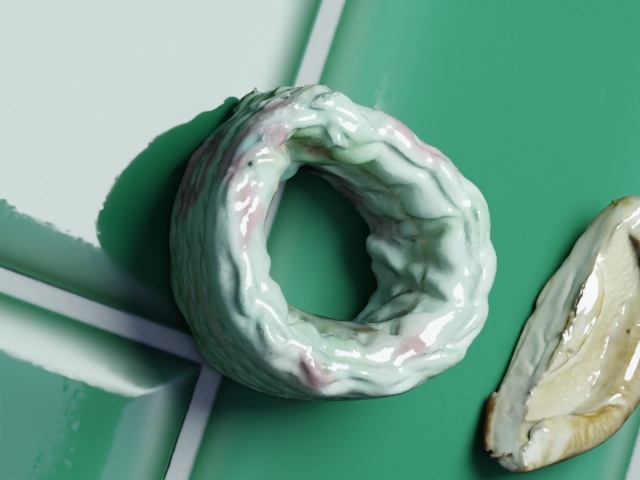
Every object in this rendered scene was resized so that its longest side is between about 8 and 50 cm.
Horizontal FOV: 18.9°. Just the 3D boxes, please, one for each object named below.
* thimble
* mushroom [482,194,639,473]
[{"bbox_3d":[0.000,0.000,1.221,0.185,0.149,0.211,-21,95,-20],"label":"thimble"},{"bbox_3d":[0.189,0.074,1.337,0.094,0.072,0.209,27,81,-18],"label":"mushroom"}]
